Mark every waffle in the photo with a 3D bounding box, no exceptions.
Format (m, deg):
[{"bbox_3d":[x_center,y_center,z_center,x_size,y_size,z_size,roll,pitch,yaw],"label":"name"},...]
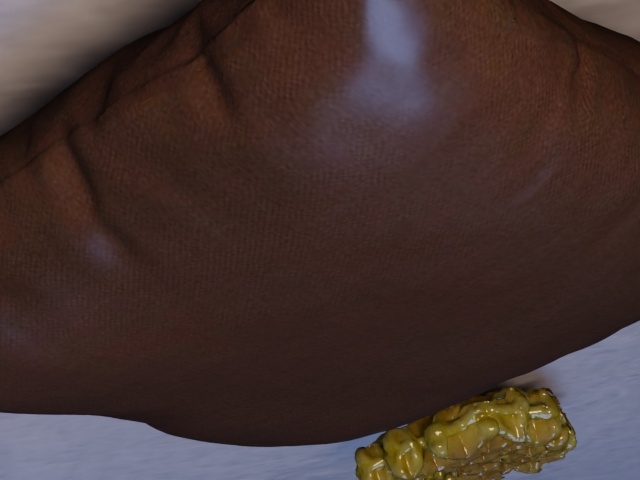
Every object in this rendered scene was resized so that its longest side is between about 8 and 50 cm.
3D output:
[{"bbox_3d":[0.106,0.146,1.085,0.149,0.051,0.194,-17,164,8],"label":"waffle"}]

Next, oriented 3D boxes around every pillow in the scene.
[{"bbox_3d":[0.000,0.000,0.569,0.308,0.108,0.305,-28,153,34],"label":"pillow"}]
